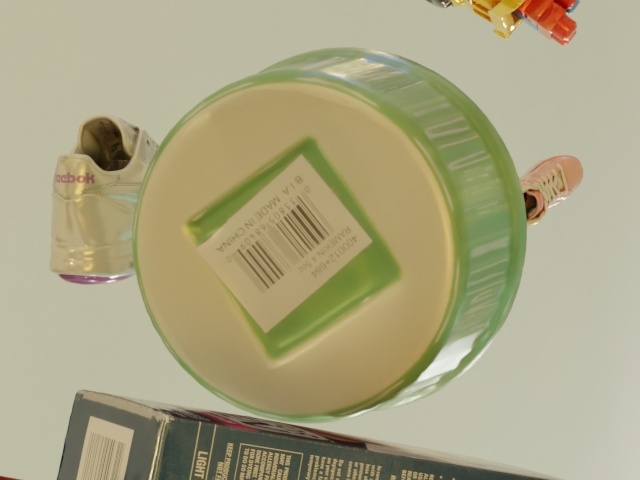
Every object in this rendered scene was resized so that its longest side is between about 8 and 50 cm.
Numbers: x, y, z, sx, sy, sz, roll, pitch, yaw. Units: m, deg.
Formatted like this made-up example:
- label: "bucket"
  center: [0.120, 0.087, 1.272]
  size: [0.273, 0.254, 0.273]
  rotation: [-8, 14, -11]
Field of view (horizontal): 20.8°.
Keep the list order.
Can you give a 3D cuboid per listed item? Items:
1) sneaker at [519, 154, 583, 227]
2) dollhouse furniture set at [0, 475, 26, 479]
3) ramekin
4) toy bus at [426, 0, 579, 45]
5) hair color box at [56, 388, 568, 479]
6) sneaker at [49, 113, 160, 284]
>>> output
- label: "sneaker"
  center: [0.224, -0.046, 1.772]
  size: [0.134, 0.070, 0.051]
  rotation: [-23, -75, -21]
- label: "dollhouse furniture set"
  center: [-0.448, 0.347, 1.922]
  size: [0.201, 0.374, 0.152]
  rotation: [61, -139, -54]
- label: "ramekin"
  center: [0.000, 0.000, 1.377]
  size: [0.148, 0.303, 0.303]
  rotation: [-19, -68, -70]
- label: "toy bus"
  center: [0.194, -0.298, 1.874]
  size: [0.149, 0.211, 0.220]
  rotation: [-51, -12, 2]
- label: "hair color box"
  center: [0.006, 0.188, 1.227]
  size: [0.347, 0.174, 0.105]
  rotation: [13, -95, -27]
- label: "sneaker"
  center: [-0.170, -0.062, 1.730]
  size: [0.305, 0.114, 0.152]
  rotation: [-40, -51, -65]
